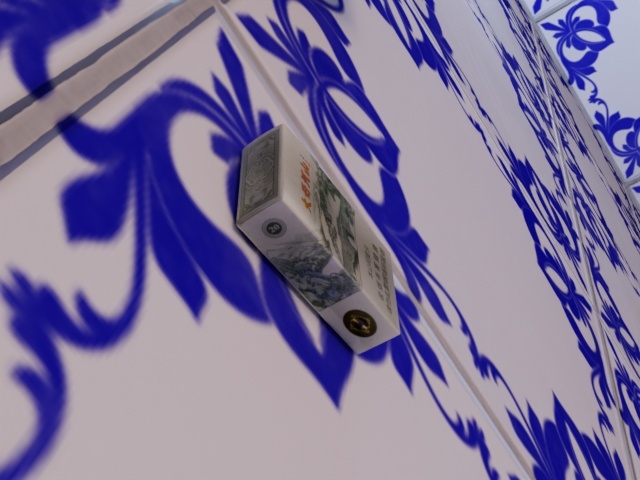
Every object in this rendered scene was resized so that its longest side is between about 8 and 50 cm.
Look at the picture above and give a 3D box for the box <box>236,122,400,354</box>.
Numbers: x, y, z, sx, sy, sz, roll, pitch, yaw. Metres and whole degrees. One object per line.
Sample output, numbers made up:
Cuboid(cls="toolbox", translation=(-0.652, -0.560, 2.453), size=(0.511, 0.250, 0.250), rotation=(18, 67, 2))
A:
Cuboid(cls="box", translation=(0.000, 0.000, 0.386), size=(0.083, 0.024, 0.054), rotation=(49, 25, -32))
